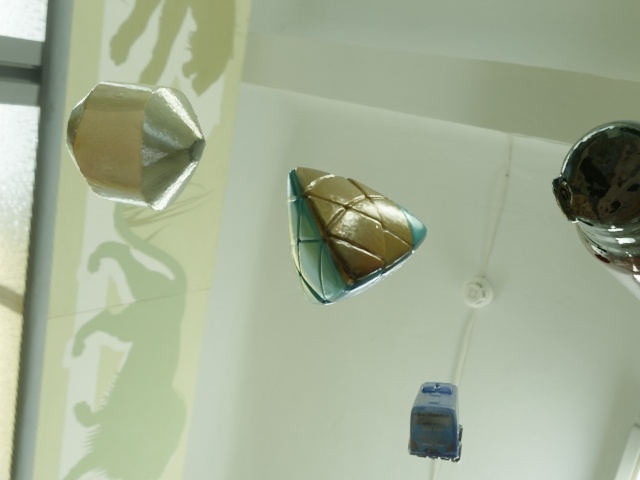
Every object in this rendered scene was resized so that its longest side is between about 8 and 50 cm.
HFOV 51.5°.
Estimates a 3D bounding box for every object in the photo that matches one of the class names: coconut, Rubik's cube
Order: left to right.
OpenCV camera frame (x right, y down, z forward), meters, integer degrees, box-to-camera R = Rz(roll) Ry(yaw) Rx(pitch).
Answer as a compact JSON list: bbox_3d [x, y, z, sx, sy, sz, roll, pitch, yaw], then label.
[{"bbox_3d":[-0.310,-0.167,1.166,0.241,0.241,0.241,5,-82,38],"label":"coconut"},{"bbox_3d":[0.000,0.000,1.084,0.254,0.254,0.254,5,-82,38],"label":"Rubik's cube"}]

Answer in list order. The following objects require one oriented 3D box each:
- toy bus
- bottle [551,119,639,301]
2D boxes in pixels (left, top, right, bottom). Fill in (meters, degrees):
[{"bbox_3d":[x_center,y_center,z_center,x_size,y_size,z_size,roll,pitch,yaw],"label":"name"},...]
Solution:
[{"bbox_3d":[0.181,0.274,1.014,0.079,0.236,0.094,7,-91,12],"label":"toy bus"},{"bbox_3d":[0.347,-0.007,0.671,0.144,0.336,0.144,-19,-120,36],"label":"bottle"}]
